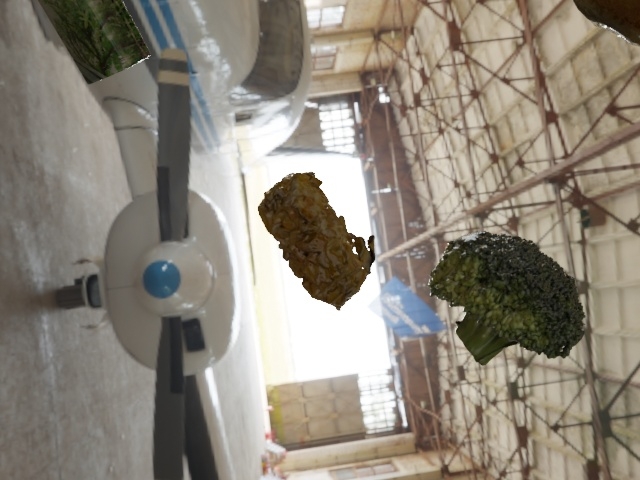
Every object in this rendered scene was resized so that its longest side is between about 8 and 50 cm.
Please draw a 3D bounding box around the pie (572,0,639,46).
[{"bbox_3d":[0.493,-0.421,0.857,0.339,0.077,0.338,29,-43,31],"label":"pie"}]

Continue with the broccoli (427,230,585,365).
[{"bbox_3d":[0.258,0.081,0.872,0.176,0.198,0.226,-42,-131,37],"label":"broccoli"}]

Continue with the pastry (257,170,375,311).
[{"bbox_3d":[0.000,0.000,1.062,0.249,0.102,0.154,56,37,-6],"label":"pastry"}]

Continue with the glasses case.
[{"bbox_3d":[-0.331,-0.341,0.804,0.272,0.095,0.062,63,36,-23],"label":"glasses case"}]
